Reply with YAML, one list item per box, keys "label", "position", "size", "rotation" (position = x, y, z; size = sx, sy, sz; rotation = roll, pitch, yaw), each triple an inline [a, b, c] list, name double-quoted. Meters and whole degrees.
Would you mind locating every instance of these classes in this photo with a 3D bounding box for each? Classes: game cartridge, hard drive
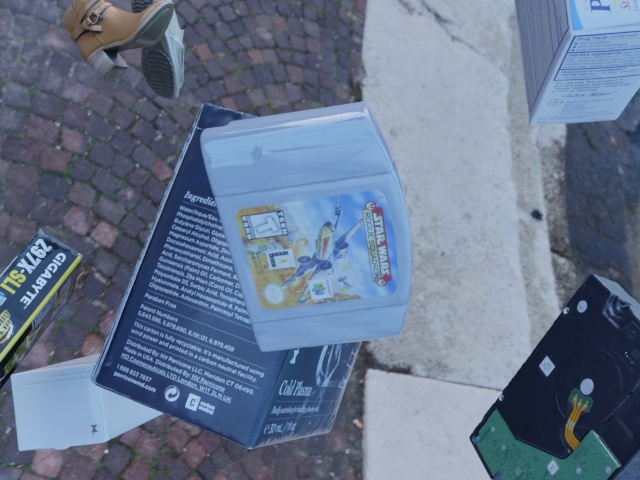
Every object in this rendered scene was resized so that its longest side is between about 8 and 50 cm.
- label: "game cartridge"
  position: [0.000, 0.000, 0.740]
  size: [0.062, 0.198, 0.297]
  rotation: [-84, 166, -54]
- label: "hard drive"
  position: [0.361, 0.247, 0.938]
  size: [0.064, 0.339, 0.237]
  rotation: [19, 23, -23]

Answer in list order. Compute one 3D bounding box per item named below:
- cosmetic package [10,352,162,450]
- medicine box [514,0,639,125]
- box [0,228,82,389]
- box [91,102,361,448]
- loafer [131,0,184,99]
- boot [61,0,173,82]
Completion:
- label: "cosmetic package"
  position: [-0.444, 0.316, 1.417]
  size: [0.365, 0.196, 0.155]
  rotation: [13, 69, -77]
- label: "medicine box"
  position: [0.397, -0.354, 1.011]
  size: [0.149, 0.289, 0.264]
  rotation: [-3, 75, 5]
- label: "box"
  position: [-0.481, 0.138, 1.035]
  size: [0.079, 0.322, 0.257]
  rotation: [34, 65, -11]
- label: "box"
  position: [-0.086, 0.085, 1.213]
  size: [0.297, 0.480, 0.472]
  rotation: [16, 82, 18]
- label: "loafer"
  position: [-0.357, -0.453, 1.549]
  size: [0.102, 0.269, 0.092]
  rotation: [19, 45, 19]
- label: "boot"
  position: [-0.375, -0.406, 1.226]
  size: [0.152, 0.197, 0.073]
  rotation: [52, 12, 8]
